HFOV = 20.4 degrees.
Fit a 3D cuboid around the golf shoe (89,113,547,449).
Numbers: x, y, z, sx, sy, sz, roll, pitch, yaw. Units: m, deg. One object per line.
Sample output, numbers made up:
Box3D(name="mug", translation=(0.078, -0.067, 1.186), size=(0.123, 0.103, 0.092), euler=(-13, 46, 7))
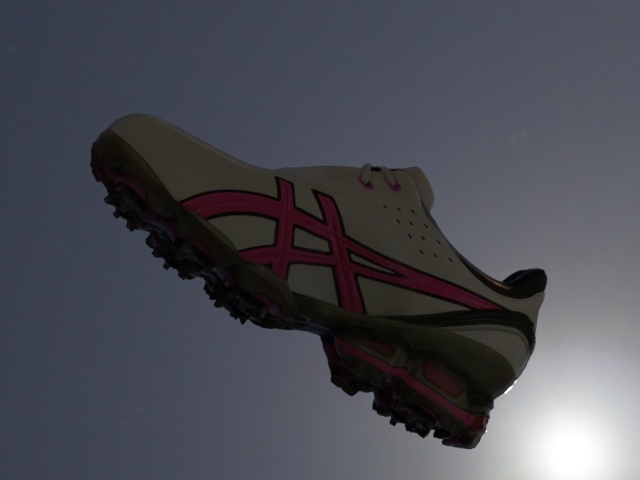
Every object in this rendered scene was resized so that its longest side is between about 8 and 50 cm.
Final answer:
Box3D(name="golf shoe", translation=(0.000, 0.000, 0.682), size=(0.186, 0.067, 0.086), euler=(34, -102, -10))
